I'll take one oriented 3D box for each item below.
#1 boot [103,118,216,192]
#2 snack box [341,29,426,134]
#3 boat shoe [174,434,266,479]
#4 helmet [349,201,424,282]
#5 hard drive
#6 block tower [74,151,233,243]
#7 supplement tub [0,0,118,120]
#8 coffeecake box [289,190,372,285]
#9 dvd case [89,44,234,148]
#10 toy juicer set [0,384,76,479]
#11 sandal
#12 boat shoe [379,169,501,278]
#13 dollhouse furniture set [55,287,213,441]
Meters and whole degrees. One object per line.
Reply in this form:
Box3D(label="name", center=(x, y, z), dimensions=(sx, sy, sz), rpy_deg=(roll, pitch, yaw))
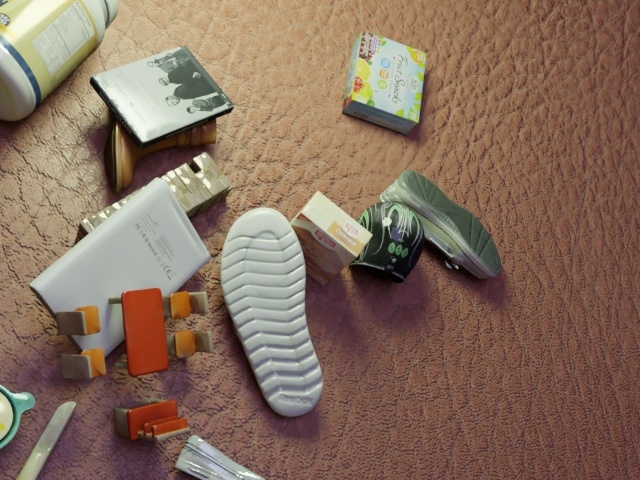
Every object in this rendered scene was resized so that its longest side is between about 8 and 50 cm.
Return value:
Box3D(label="boot", center=(-0.326, -0.214, 1.829), dimensions=(0.220, 0.109, 0.283), rpy_deg=(10, 58, -23))
Box3D(label="snack box", center=(0.154, -0.376, 2.109), dimensions=(0.175, 0.070, 0.207), rpy_deg=(18, 64, -15))
Box3D(label="boat shoe", center=(-0.163, 0.449, 1.631), dimensions=(0.226, 0.083, 0.075), rpy_deg=(32, 71, 5))
Box3D(label="helmet", center=(0.145, -0.003, 1.906), dimensions=(0.169, 0.169, 0.161), rpy_deg=(21, 79, -14))
Box3D(label="hard drive", center=(-0.360, 0.056, 1.644), dimensions=(0.307, 0.040, 0.203), rpy_deg=(-44, 128, -25))
Box3D(label="block tower", center=(-0.329, -0.057, 1.757), dimensions=(0.335, 0.091, 0.097), rpy_deg=(-37, 85, -31))
Box3D(label="supplement tub", center=(-0.565, -0.410, 1.723), dimensions=(0.228, 0.228, 0.316), rpy_deg=(37, 59, -5))
Box3D(label="coffeecake box", center=(0.000, 0.000, 1.817), dimensions=(0.142, 0.185, 0.068), rpy_deg=(39, 59, -4))
Box3D(label="dvd case", center=(-0.317, -0.295, 1.794), dimensions=(0.239, 0.029, 0.179), rpy_deg=(-30, 76, -37))
Box3D(label="toy juicer set", center=(-0.570, 0.328, 1.463), dimensions=(0.329, 0.089, 0.209), rpy_deg=(14, 51, -23))
Box3D(label="sandal", center=(-0.105, 0.145, 1.770), dimensions=(0.169, 0.102, 0.416), rpy_deg=(-9, 85, -11))
Box3D(label="boat shoe", center=(0.277, -0.023, 2.008), dimensions=(0.320, 0.103, 0.118), rpy_deg=(39, 40, -10))
Box3D(label="dollhouse furniture set", center=(-0.307, 0.215, 1.576), dimensions=(0.262, 0.135, 0.259), rpy_deg=(-7, 91, -42))
